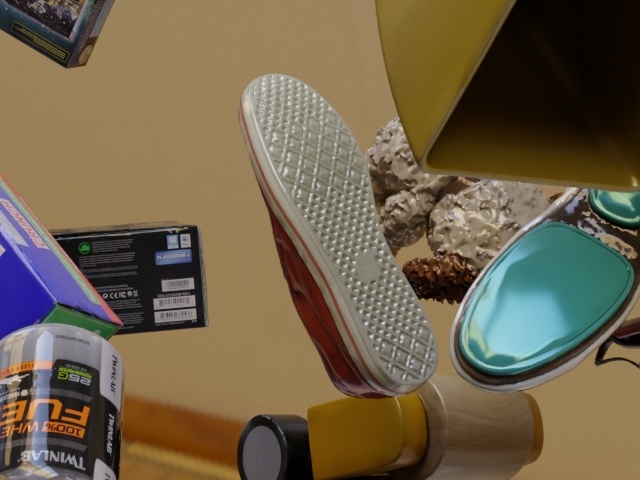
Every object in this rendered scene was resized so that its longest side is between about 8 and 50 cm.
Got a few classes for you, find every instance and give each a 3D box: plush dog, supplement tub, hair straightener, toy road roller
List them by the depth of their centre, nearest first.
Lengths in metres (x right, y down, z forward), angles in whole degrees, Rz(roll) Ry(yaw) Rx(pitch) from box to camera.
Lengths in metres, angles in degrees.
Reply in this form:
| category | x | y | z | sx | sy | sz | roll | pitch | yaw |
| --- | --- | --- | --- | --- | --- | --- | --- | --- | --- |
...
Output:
| category | x | y | z | sx | sy | sz | roll | pitch | yaw |
| --- | --- | --- | --- | --- | --- | --- | --- | --- | --- |
| supplement tub | -0.216 | 0.171 | 1.537 | 0.117 | 0.117 | 0.190 | 107 | -15 | -48 |
| hair straightener | 0.332 | 0.109 | 1.857 | 0.089 | 0.047 | 0.230 | 49 | -25 | -5 |
| plush dog | 0.156 | -0.044 | 2.026 | 0.225 | 0.262 | 0.210 | 52 | -24 | 31 |
| toy road roller | 0.078 | 0.285 | 2.066 | 0.329 | 0.202 | 0.240 | -24 | -112 | 47 |

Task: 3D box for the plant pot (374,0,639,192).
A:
| category | x | y | z | sx | sy | sz | roll | pitch | yaw |
| --- | --- | --- | --- | --- | --- | --- | --- | --- | --- |
| plant pot | 0.156 | -0.179 | 1.364 | 0.212 | 0.212 | 0.187 | -61 | -138 | 32 |

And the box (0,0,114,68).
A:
| category | x | y | z | sx | sy | sz | roll | pitch | yaw |
| --- | --- | --- | --- | --- | --- | --- | --- | --- | --- |
| box | -0.309 | -0.299 | 1.962 | 0.233 | 0.044 | 0.159 | 31 | -71 | 13 |

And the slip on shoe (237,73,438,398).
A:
| category | x | y | z | sx | sy | sz | roll | pitch | yaw |
| --- | --- | --- | --- | --- | --- | --- | --- | --- | --- |
| slip on shoe | 0.000 | 0.000 | 1.811 | 0.101 | 0.123 | 0.331 | -33 | -102 | 49 |

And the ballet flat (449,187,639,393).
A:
| category | x | y | z | sx | sy | sz | roll | pitch | yaw |
| --- | --- | --- | --- | --- | --- | --- | --- | --- | --- |
| ballet flat | 0.262 | 0.013 | 1.876 | 0.139 | 0.400 | 0.139 | 31 | -24 | 16 |

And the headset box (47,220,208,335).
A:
| category | x | y | z | sx | sy | sz | roll | pitch | yaw |
| --- | --- | --- | --- | --- | --- | --- | --- | --- | --- |
| headset box | -0.282 | 0.049 | 2.454 | 0.283 | 0.246 | 0.131 | -170 | -104 | -81 |

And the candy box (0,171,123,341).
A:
| category | x | y | z | sx | sy | sz | roll | pitch | yaw |
| --- | --- | --- | --- | --- | --- | --- | --- | --- | --- |
| candy box | -0.396 | 0.093 | 1.917 | 0.317 | 0.122 | 0.268 | -47 | -118 | 12 |

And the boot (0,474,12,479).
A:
| category | x | y | z | sx | sy | sz | roll | pitch | yaw |
| --- | --- | --- | --- | --- | --- | --- | --- | --- | --- |
| boot | -0.159 | 0.228 | 1.202 | 0.305 | 0.115 | 0.112 | 27 | -16 | 14 |
